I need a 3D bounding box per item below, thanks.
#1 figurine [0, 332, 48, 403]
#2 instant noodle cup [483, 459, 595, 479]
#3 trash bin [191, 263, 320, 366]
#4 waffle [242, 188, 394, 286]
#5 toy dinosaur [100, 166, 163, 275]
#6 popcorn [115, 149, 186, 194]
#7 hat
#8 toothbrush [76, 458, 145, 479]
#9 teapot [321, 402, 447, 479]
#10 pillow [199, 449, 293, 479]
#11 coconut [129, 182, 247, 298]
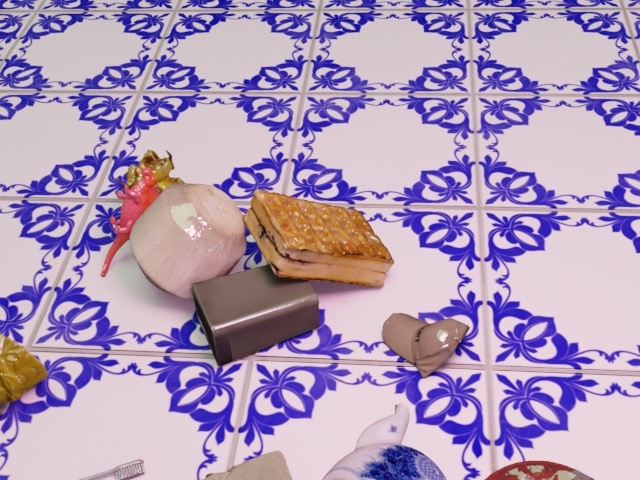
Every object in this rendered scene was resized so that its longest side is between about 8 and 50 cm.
[{"bbox_3d":[-0.716,0.339,1.712,0.187,0.168,0.315,28,61,16],"label":"figurine"},{"bbox_3d":[0.381,0.511,1.455,0.274,0.091,0.274,-3,44,2],"label":"instant noodle cup"},{"bbox_3d":[-0.140,0.145,1.869,0.240,0.122,0.164,-18,44,-17],"label":"trash bin"},{"bbox_3d":[-0.001,0.001,1.929,0.308,0.091,0.213,8,34,-35],"label":"waffle"},{"bbox_3d":[-0.420,-0.036,2.032,0.139,0.286,0.070,9,21,-27],"label":"toy dinosaur"},{"bbox_3d":[-0.385,-0.109,2.102,0.173,0.195,0.168,-23,45,-10],"label":"popcorn"},{"bbox_3d":[0.212,0.194,1.809,0.175,0.085,0.147,26,52,27],"label":"hat"},{"bbox_3d":[-0.503,0.477,1.614,0.354,0.024,0.029,-15,53,-12],"label":"toothbrush"},{"bbox_3d":[0.134,0.469,1.436,0.280,0.252,0.424,14,55,-35],"label":"teapot"},{"bbox_3d":[-0.157,0.511,1.511,0.281,0.076,0.274,-17,43,-13],"label":"pillow"},{"bbox_3d":[-0.302,0.009,1.942,0.237,0.266,0.237,36,23,-18],"label":"coconut"}]
